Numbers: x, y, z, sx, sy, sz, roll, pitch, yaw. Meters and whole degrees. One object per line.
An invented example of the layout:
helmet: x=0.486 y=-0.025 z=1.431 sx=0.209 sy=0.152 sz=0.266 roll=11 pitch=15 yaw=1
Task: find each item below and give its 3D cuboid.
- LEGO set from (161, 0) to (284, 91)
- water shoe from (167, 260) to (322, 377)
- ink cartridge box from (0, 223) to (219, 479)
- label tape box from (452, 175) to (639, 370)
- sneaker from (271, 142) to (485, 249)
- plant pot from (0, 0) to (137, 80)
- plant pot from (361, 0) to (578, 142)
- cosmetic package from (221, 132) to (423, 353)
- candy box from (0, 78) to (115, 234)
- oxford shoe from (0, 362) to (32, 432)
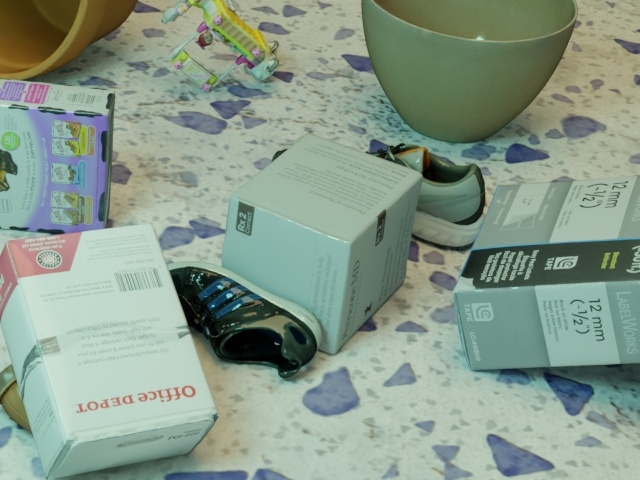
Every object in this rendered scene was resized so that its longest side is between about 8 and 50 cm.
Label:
LEGO set: x=-0.179 y=-0.304 z=2.258 sx=0.287 sy=0.107 sz=0.132 roll=44 pitch=15 yaw=-19
water shoe: x=-0.099 y=0.081 z=1.778 sx=0.203 sy=0.073 sz=0.080 roll=17 pitch=36 yaw=16
ink cartridge box: x=-0.210 y=0.105 z=1.614 sx=0.159 sy=0.092 sz=0.218 roll=-7 pitch=61 yaw=-29
label tape box: x=0.342 y=0.026 z=1.819 sx=0.348 sy=0.115 sz=0.249 roll=-5 pitch=27 yaw=22
sneaker: x=0.073 y=-0.078 z=2.033 sx=0.271 sy=0.108 sz=0.100 roll=13 pitch=34 yaw=11
plant pot: x=-0.376 y=-0.368 z=2.269 sx=0.291 sy=0.291 sz=0.203 roll=22 pitch=19 yaw=22
plant pot: x=0.185 y=-0.244 z=2.238 sx=0.284 sy=0.191 sz=0.284 roll=5 pitch=33 yaw=-3
cosmetic package: x=0.000 y=0.000 z=1.853 sx=0.151 sy=0.151 sz=0.184 roll=21 pitch=35 yaw=20
candy box: x=-0.339 y=-0.097 z=1.925 sx=0.196 sy=0.165 sz=0.070 roll=6 pitch=32 yaw=-3
oxford shoe: x=-0.231 y=0.132 z=1.691 sx=0.212 sy=0.076 sz=0.076 roll=-30 pitch=71 yaw=-39
